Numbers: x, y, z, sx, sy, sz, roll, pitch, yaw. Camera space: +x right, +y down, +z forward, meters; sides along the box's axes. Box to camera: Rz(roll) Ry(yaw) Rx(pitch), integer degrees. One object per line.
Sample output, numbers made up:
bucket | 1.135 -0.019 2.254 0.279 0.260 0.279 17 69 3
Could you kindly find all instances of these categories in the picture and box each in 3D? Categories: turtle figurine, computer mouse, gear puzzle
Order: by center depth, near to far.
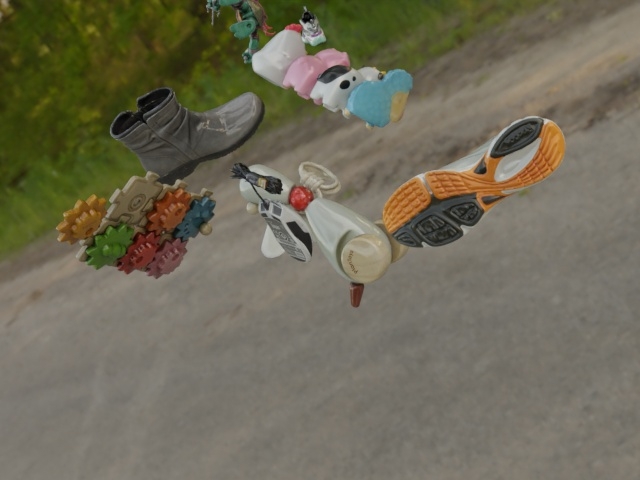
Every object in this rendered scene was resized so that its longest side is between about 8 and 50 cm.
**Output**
gear puzzle | -0.274 -0.018 1.699 0.175 0.044 0.339 -53 -24 10
computer mouse | -0.062 -0.043 1.746 0.106 0.193 0.042 17 58 47
turtle figurine | -0.184 -0.513 2.588 0.118 0.175 0.234 -40 2 1

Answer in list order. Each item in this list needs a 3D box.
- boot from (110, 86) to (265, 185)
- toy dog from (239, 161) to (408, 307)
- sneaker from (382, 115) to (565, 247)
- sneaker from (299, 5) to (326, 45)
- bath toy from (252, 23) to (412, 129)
boot | -0.304 -0.283 2.615 0.338 0.223 0.118 -37 48 -3
toy dog | 0.000 0.000 1.997 0.220 0.333 0.161 -4 -57 -46
sneaker | 0.206 -0.074 1.460 0.262 0.099 0.121 -28 1 20
sneaker | -0.021 -0.397 2.049 0.038 0.069 0.098 -26 21 -10
bath toy | 0.015 -0.319 2.131 0.348 0.151 0.129 30 93 41
